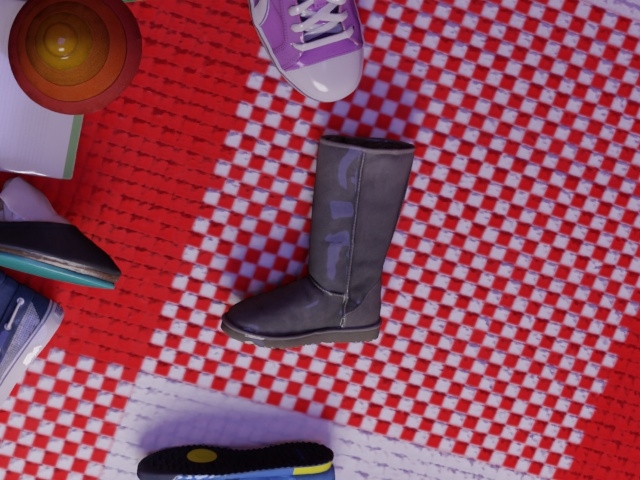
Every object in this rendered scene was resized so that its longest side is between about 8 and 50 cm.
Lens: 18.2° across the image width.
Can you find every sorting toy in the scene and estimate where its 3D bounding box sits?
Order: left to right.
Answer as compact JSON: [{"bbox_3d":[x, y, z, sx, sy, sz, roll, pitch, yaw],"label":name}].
[{"bbox_3d":[-0.304,-0.261,1.728,0.127,0.126,0.365,-43,92,0],"label":"sorting toy"}]

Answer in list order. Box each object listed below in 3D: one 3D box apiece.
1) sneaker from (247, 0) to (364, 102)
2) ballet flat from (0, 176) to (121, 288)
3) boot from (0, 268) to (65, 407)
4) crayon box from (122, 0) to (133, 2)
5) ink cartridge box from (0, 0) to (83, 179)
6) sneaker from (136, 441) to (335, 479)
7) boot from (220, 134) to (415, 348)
[{"bbox_3d":[-0.013,-0.243,1.855,0.102,0.161,0.282,-21,114,-8],"label":"sneaker"},{"bbox_3d":[-0.323,-0.016,1.887,0.280,0.095,0.096,7,85,-12],"label":"ballet flat"},{"bbox_3d":[-0.339,0.120,1.958,0.086,0.069,0.190,35,89,-16],"label":"boot"},{"bbox_3d":[-0.161,-0.363,1.815,0.165,0.081,0.278,-8,111,-11],"label":"crayon box"},{"bbox_3d":[-0.332,-0.154,1.853,0.235,0.056,0.171,7,108,-20],"label":"ink cartridge box"},{"bbox_3d":[-0.086,0.257,2.065,0.209,0.069,0.082,0,113,-15],"label":"sneaker"},{"bbox_3d":[-0.002,-0.001,1.990,0.189,0.076,0.208,-5,118,-28],"label":"boot"}]
